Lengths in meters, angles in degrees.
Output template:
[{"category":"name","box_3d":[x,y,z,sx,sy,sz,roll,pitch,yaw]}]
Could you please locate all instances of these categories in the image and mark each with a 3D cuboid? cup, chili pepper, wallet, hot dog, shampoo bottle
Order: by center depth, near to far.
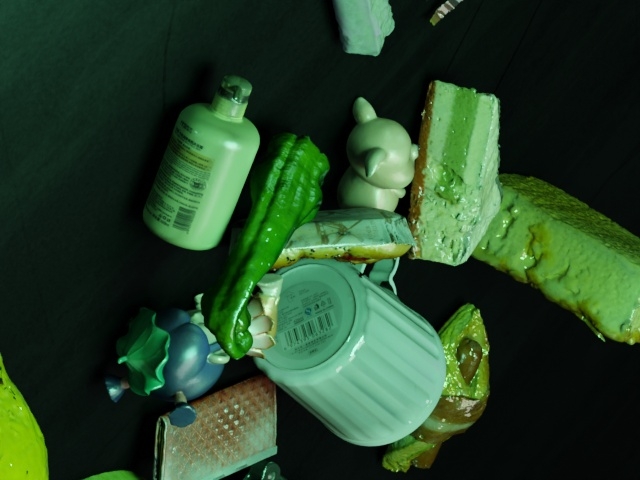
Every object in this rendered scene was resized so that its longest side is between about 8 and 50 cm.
[{"category":"shampoo bottle","box_3d":[-0.102,-0.076,1.399,0.079,0.079,0.162,-4,123,-51]},{"category":"chili pepper","box_3d":[-0.051,-0.010,1.439,0.100,0.074,0.257,98,16,-59]},{"category":"hot dog","box_3d":[0.000,0.000,1.547,0.191,0.108,0.059,-2,97,-13]},{"category":"wallet","box_3d":[-0.112,0.213,1.678,0.196,0.020,0.103,-18,116,-51]},{"category":"cup","box_3d":[0.021,0.096,1.690,0.167,0.221,0.202,-23,149,16]},{"category":"hot dog","box_3d":[0.166,0.208,2.009,0.123,0.093,0.261,-13,131,-46]}]

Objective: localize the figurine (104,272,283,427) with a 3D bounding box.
[{"category":"figurine","box_3d":[-0.116,0.103,1.525,0.195,0.111,0.102,-22,116,-40]}]

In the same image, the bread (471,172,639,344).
[{"category":"bread","box_3d":[0.307,0.024,1.844,0.185,0.275,0.114,2,115,-53]}]

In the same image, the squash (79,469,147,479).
[{"category":"squash","box_3d":[-0.261,0.363,1.642,0.252,0.049,0.252,-33,142,-30]}]

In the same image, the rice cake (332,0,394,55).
[{"category":"rice cake","box_3d":[0.021,-0.266,1.399,0.049,0.055,0.270,-62,156,-25]}]

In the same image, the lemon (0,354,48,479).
[{"category":"lemon","box_3d":[-0.345,0.199,1.179,0.310,0.258,0.258,-51,148,-3]}]

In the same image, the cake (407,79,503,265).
[{"category":"cake","box_3d":[0.160,-0.086,1.727,0.117,0.086,0.220,-45,145,-59]}]

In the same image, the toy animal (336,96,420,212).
[{"category":"toy animal","box_3d":[0.056,-0.070,1.608,0.089,0.083,0.150,-26,140,-33]}]

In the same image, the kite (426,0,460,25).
[{"category":"kite","box_3d":[0.187,-0.328,1.593,0.245,0.015,0.141,-48,147,-16]}]

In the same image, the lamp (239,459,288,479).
[{"category":"lamp","box_3d":[-0.068,0.354,1.821,0.227,0.147,0.172,36,75,-52]}]
